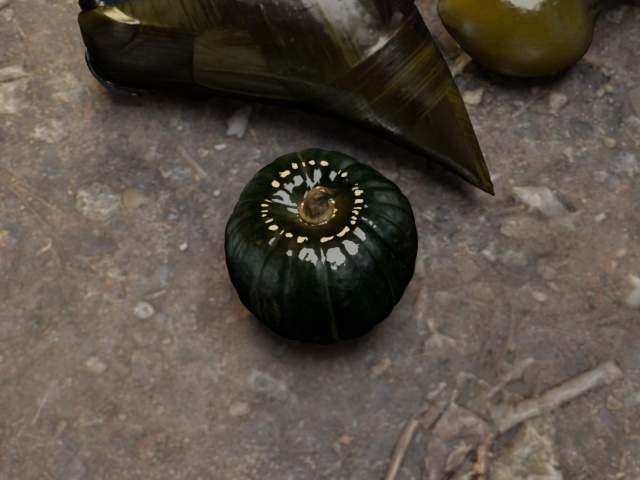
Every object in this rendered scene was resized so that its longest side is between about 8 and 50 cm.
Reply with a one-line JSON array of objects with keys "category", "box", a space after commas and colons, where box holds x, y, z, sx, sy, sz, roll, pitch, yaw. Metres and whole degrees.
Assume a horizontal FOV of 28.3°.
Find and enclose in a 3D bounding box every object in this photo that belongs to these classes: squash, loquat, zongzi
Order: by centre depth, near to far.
[{"category": "squash", "box": [0.000, 0.004, 1.359, 0.218, 0.172, 0.218, -19, 50, 24]}, {"category": "zongzi", "box": [-0.046, -0.183, 1.465, 0.403, 0.208, 0.432, -21, 76, -6]}, {"category": "loquat", "box": [0.239, -0.272, 1.532, 0.195, 0.152, 0.152, 0, 61, 8]}]
